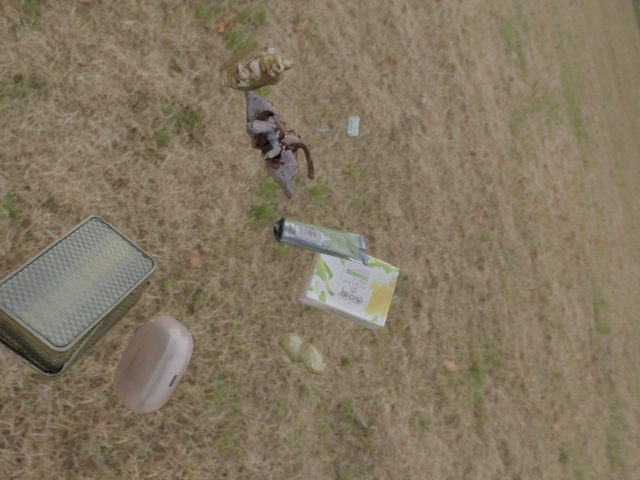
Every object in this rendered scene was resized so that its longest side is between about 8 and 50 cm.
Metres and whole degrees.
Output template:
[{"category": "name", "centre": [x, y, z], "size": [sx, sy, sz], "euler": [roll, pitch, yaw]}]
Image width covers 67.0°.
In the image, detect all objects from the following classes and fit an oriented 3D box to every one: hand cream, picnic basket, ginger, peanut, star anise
[{"category": "hand cream", "centre": [0.000, 0.000, 1.096], "size": [0.235, 0.055, 0.087], "euler": [14, 50, -21]}, {"category": "picnic basket", "centre": [-0.443, 0.099, 0.868], "size": [0.165, 0.139, 0.267], "euler": [39, 45, -3]}, {"category": "ginger", "centre": [-0.137, -0.337, 0.963], "size": [0.074, 0.137, 0.213], "euler": [64, -3, -35]}, {"category": "peanut", "centre": [-0.024, 0.158, 0.685], "size": [0.037, 0.083, 0.037], "euler": [-27, 130, -36]}, {"category": "star anise", "centre": [-0.110, -0.270, 1.349], "size": [0.350, 0.108, 0.293], "euler": [60, 29, -28]}]

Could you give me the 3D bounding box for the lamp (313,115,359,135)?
[{"category": "lamp", "centre": [0.044, -0.346, 1.457], "size": [0.050, 0.198, 0.056], "euler": [-18, 112, -33]}]

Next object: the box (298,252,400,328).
[{"category": "box", "centre": [0.089, 0.135, 1.482], "size": [0.260, 0.111, 0.195], "euler": [23, 70, -12]}]

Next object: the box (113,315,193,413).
[{"category": "box", "centre": [-0.352, 0.259, 1.018], "size": [0.088, 0.145, 0.200], "euler": [36, 80, -54]}]
